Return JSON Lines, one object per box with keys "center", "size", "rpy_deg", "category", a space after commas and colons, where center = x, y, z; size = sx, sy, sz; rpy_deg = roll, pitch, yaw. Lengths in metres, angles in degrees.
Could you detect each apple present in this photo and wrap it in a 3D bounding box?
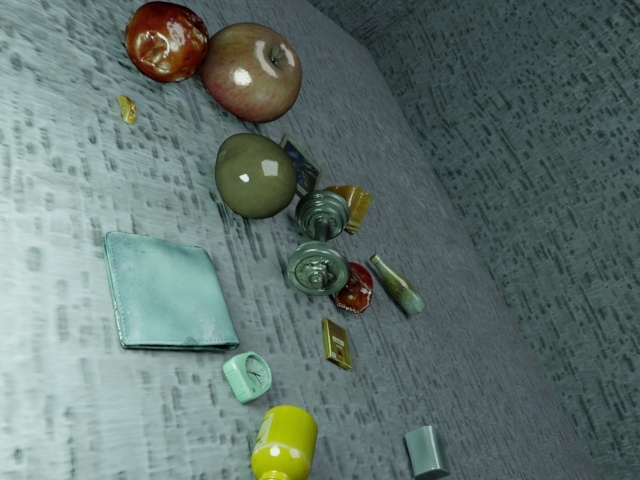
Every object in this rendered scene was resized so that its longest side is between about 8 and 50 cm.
{"center": [-0.215, -0.553, 1.971], "size": [0.345, 0.269, 0.344], "rpy_deg": [41, 30, -30], "category": "apple"}

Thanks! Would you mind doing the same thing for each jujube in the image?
{"center": [-0.426, -0.568, 1.706], "size": [0.223, 0.223, 0.318], "rpy_deg": [46, 23, -18], "category": "jujube"}

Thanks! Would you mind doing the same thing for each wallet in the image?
{"center": [-0.307, 0.113, 1.259], "size": [0.290, 0.054, 0.251], "rpy_deg": [15, 45, -52], "category": "wallet"}

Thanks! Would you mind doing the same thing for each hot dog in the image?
{"center": [-0.483, -0.335, 1.513], "size": [0.030, 0.034, 0.090], "rpy_deg": [13, 49, -54], "category": "hot dog"}

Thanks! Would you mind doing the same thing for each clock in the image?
{"center": [-0.149, 0.296, 1.327], "size": [0.101, 0.041, 0.135], "rpy_deg": [61, 25, 12], "category": "clock"}

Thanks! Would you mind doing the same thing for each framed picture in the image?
{"center": [-0.079, -0.256, 2.141], "size": [0.209, 0.019, 0.281], "rpy_deg": [45, 27, -21], "category": "framed picture"}

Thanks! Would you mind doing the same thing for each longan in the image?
{"center": [-0.182, -0.178, 1.639], "size": [0.248, 0.248, 0.248], "rpy_deg": [41, 29, -28], "category": "longan"}

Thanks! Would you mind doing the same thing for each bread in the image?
{"center": [0.083, -0.125, 2.230], "size": [0.160, 0.169, 0.140], "rpy_deg": [22, -1, 41], "category": "bread"}

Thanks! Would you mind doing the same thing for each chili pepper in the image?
{"center": [0.104, 0.129, 1.919], "size": [0.144, 0.136, 0.252], "rpy_deg": [10, 14, 8], "category": "chili pepper"}

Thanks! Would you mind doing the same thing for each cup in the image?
{"center": [0.311, 0.604, 1.699], "size": [0.128, 0.095, 0.129], "rpy_deg": [37, 34, -39], "category": "cup"}

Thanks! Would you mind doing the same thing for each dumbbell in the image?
{"center": [0.000, 0.000, 1.786], "size": [0.179, 0.179, 0.406], "rpy_deg": [42, 29, -25], "category": "dumbbell"}

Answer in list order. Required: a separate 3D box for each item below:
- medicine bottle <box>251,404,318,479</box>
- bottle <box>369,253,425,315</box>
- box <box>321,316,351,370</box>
{"center": [-0.078, 0.440, 1.181], "size": [0.122, 0.122, 0.212], "rpy_deg": [47, 27, -17], "category": "medicine bottle"}
{"center": [0.275, 0.156, 2.186], "size": [0.269, 0.083, 0.083], "rpy_deg": [50, 26, -10], "category": "bottle"}
{"center": [0.045, 0.290, 1.692], "size": [0.090, 0.023, 0.133], "rpy_deg": [34, 33, -35], "category": "box"}
